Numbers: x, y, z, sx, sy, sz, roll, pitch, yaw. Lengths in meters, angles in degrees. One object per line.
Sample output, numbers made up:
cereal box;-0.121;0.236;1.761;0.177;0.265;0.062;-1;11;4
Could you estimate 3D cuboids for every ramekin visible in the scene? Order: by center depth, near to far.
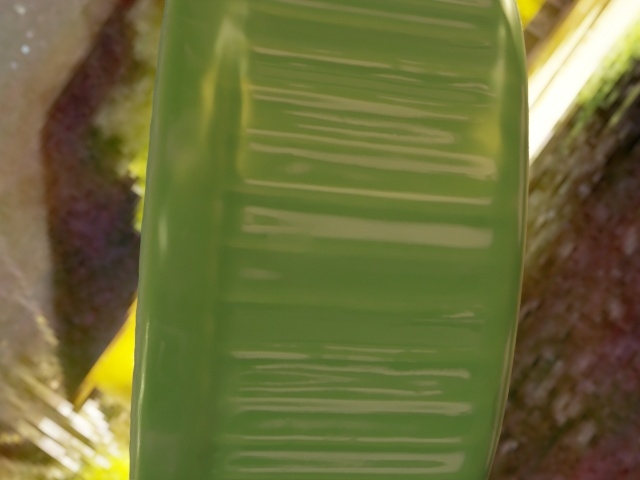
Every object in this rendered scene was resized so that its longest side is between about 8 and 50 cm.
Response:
ramekin;0.000;0.000;0.735;0.303;0.148;0.303;-176;90;-87
